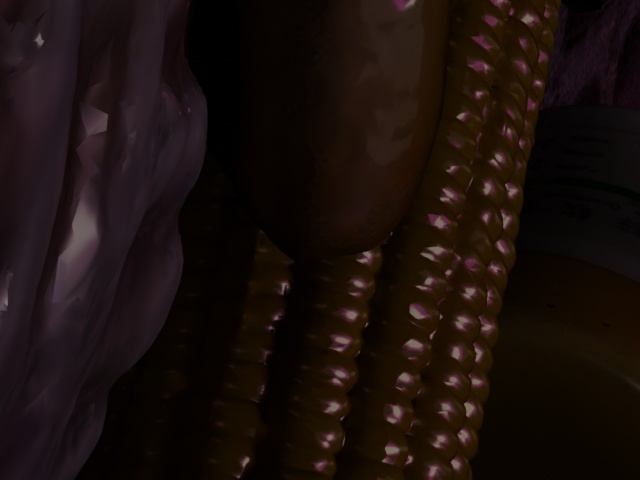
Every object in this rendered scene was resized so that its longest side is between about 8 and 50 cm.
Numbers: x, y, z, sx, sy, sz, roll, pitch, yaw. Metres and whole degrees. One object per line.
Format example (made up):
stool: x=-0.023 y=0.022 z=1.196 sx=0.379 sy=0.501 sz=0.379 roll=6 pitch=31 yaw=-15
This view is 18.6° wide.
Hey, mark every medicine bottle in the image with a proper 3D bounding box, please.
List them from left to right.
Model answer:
medicine bottle: x=0.137 y=0.075 z=1.077 sx=0.232 sy=0.238 sz=0.238 roll=-58 pitch=154 yaw=-50

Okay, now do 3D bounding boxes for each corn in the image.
corn: x=0.000 y=0.000 z=0.615 sx=0.131 sy=0.131 sz=0.344 roll=71 pitch=29 yaw=-58

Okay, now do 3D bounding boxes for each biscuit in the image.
biscuit: x=-0.028 y=-0.164 z=0.494 sx=0.062 sy=0.237 sz=0.290 roll=-11 pitch=120 yaw=-23

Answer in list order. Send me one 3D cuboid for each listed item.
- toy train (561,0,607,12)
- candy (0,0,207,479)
toy train: x=0.142 y=-0.235 z=1.069 sx=0.090 sy=0.137 sz=0.225 roll=65 pitch=44 yaw=-68
candy: x=-0.119 y=-0.009 z=0.375 sx=0.214 sy=0.157 sz=0.289 roll=-66 pitch=171 yaw=8
